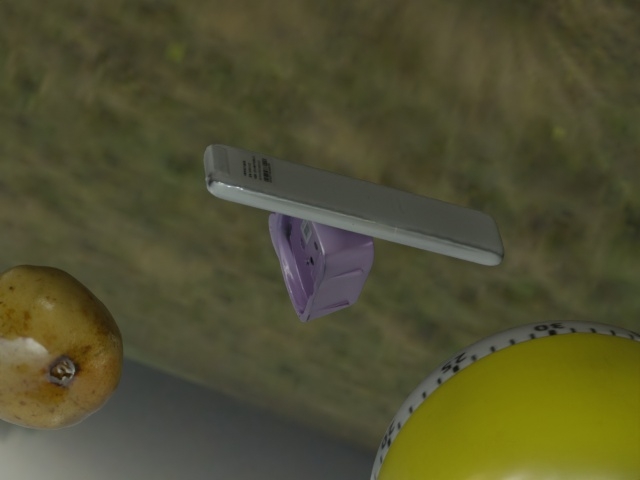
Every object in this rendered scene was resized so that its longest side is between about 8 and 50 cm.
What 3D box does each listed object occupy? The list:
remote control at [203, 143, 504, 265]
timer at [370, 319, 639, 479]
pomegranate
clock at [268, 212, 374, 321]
[{"bbox_3d":[0.027,-0.026,1.545,0.261,0.029,0.067,14,-149,-15],"label":"remote control"},{"bbox_3d":[0.168,0.203,1.175,0.285,0.285,0.285,20,175,2],"label":"timer"},{"bbox_3d":[-0.302,0.110,1.996,0.196,0.196,0.196,20,175,2],"label":"pomegranate"},{"bbox_3d":[0.000,0.000,1.673,0.050,0.110,0.153,-15,159,-16],"label":"clock"}]
